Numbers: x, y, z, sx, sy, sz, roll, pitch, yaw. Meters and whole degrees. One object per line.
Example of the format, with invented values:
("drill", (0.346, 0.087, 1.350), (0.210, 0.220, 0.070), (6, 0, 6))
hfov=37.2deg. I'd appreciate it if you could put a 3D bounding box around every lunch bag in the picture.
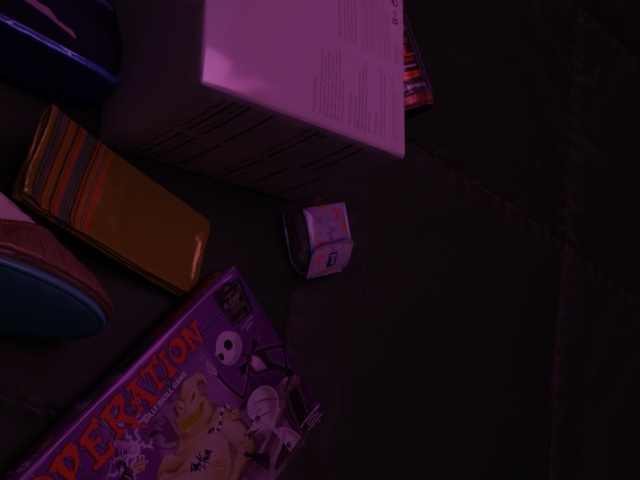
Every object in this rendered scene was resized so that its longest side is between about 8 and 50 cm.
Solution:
("lunch bag", (0.000, 0.000, 1.129), (0.071, 0.053, 0.083), (-10, 93, -42))

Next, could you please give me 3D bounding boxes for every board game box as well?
("board game box", (-0.144, 0.208, 0.925), (0.208, 0.056, 0.347), (57, 48, -16))

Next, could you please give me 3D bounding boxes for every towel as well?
("towel", (-0.196, -0.031, 0.948), (0.237, 0.021, 0.102), (38, 54, -44))

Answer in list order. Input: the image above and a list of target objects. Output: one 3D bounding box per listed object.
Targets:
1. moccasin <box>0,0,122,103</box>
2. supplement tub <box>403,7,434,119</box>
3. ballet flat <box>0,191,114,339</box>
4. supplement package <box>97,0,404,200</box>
("moccasin", (-0.332, -0.243, 0.873), (0.342, 0.138, 0.117), (33, 52, -47))
("supplement tub", (0.070, -0.250, 1.234), (0.106, 0.106, 0.198), (-19, 89, -44))
("ballet flat", (-0.335, -0.002, 0.807), (0.342, 0.116, 0.124), (13, 48, -35))
("supplement package", (-0.070, -0.186, 1.022), (0.263, 0.198, 0.199), (15, 68, -39))
